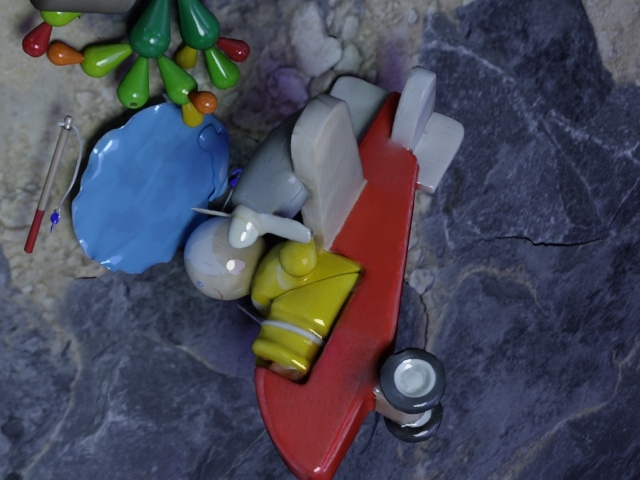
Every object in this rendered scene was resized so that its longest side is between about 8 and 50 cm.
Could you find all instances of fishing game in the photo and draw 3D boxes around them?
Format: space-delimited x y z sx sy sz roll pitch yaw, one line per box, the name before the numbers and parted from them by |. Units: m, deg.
fishing game | -0.168 -0.056 1.156 0.264 0.041 0.189 0 118 -49

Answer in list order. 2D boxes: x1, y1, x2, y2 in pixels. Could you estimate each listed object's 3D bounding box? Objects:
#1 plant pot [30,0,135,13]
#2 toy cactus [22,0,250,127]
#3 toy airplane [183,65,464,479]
plant pot | -0.268 -0.307 0.748 0.280 0.323 0.323 -4 121 -19
toy cactus | -0.143 -0.203 1.045 0.219 0.112 0.180 16 97 -34
toy airplane | 0.000 0.000 1.185 0.272 0.384 0.386 4 113 7
